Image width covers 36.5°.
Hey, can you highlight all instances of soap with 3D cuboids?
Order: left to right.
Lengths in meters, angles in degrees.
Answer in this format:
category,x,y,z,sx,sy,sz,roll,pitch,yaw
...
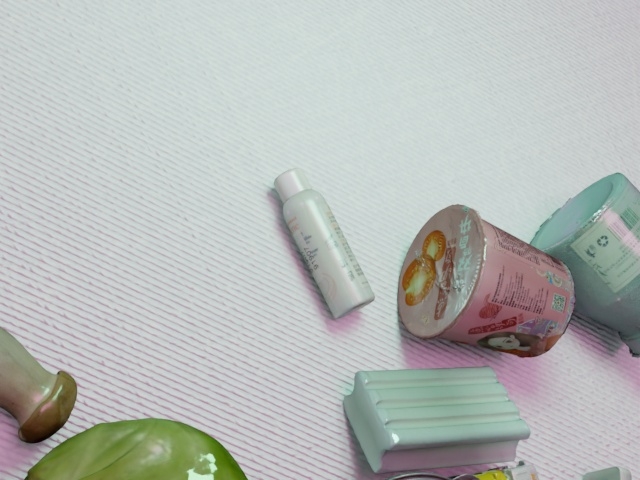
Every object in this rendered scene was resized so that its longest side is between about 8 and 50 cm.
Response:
category,x,y,z,sx,sy,sz,roll,pitch,yaw
soap,0.190,0.292,1.600,0.266,0.087,0.159,1,38,-27

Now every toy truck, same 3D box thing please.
category,x,y,z,sx,sy,sz,roll,pitch,yaw
toy truck,0.262,0.425,1.592,0.227,0.114,0.098,-3,70,-28

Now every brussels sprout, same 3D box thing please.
category,x,y,z,sx,sy,sz,roll,pitch,yaw
brussels sprout,-0.223,0.383,1.210,0.328,0.247,0.328,-4,52,5

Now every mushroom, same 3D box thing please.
category,x,y,z,sx,sy,sz,roll,pitch,yaw
mushroom,-0.494,0.153,1.325,0.350,0.128,0.128,36,57,-14

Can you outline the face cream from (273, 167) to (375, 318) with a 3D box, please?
category,x,y,z,sx,sy,sz,roll,pitch,yaw
face cream,0.000,0.000,1.669,0.082,0.082,0.269,-21,78,-33

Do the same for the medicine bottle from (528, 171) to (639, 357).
category,x,y,z,sx,sy,sz,roll,pitch,yaw
medicine bottle,0.571,0.054,1.844,0.290,0.245,0.245,47,56,-4

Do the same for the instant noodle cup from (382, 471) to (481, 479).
category,x,y,z,sx,sy,sz,roll,pitch,yaw
instant noodle cup,0.157,0.487,1.398,0.258,0.181,0.302,39,89,-20

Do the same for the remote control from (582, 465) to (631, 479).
category,x,y,z,sx,sy,sz,roll,pitch,yaw
remote control,0.497,0.521,1.678,0.034,0.103,0.250,18,62,-22

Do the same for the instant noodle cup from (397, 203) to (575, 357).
category,x,y,z,sx,sy,sz,roll,pitch,yaw
instant noodle cup,0.295,0.084,1.701,0.231,0.243,0.243,20,60,-27
